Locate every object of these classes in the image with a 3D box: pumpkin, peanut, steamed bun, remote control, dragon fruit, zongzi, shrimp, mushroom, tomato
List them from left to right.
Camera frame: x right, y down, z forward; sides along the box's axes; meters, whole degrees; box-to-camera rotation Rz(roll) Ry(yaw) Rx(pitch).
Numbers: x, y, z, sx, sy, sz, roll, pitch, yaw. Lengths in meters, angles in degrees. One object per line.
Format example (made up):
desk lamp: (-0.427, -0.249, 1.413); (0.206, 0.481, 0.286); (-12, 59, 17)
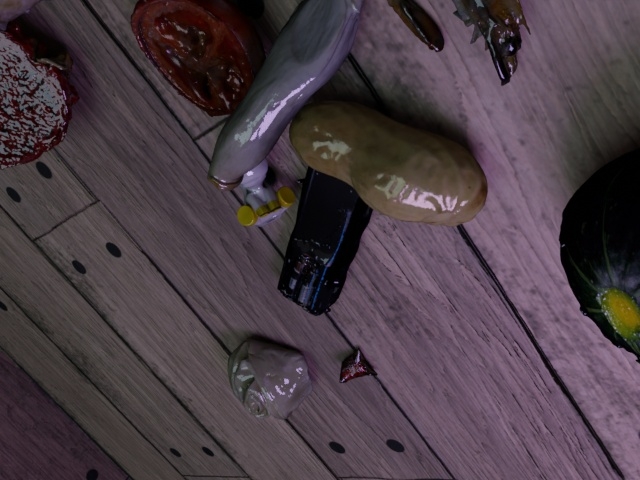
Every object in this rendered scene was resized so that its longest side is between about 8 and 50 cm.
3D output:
dragon fruit: (-0.564, -0.304, 1.234); (0.204, 0.152, 0.317); (7, 125, 2)
tomato: (-0.175, -0.308, 0.992); (0.227, 0.101, 0.228); (23, 145, 17)
steamed bun: (-0.134, 0.350, 1.510); (0.217, 0.144, 0.211); (20, 136, 19)
mushroom: (-0.058, -0.216, 0.909); (0.097, 0.109, 0.351); (35, 107, -13)
remote control: (0.000, 0.000, 1.172); (0.144, 0.062, 0.399); (28, 137, 11)
zongzi: (0.077, 0.264, 1.375); (0.083, 0.067, 0.074); (-9, 111, 17)
peanut: (0.095, -0.116, 0.941); (0.318, 0.148, 0.148); (27, 137, 11)
shrimp: (0.160, -0.306, 0.803); (0.173, 0.058, 0.253); (-7, 119, 47)
pumpkin: (0.454, 0.003, 0.772); (0.295, 0.296, 0.296); (18, 135, 19)

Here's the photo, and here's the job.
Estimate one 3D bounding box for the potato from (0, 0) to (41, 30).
potato: (-0.368, -0.392, 0.582); (0.288, 0.301, 0.237); (-43, 75, 16)

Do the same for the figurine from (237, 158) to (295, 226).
figurine: (-0.126, -0.110, 1.127); (0.178, 0.109, 0.129); (60, 177, -16)
